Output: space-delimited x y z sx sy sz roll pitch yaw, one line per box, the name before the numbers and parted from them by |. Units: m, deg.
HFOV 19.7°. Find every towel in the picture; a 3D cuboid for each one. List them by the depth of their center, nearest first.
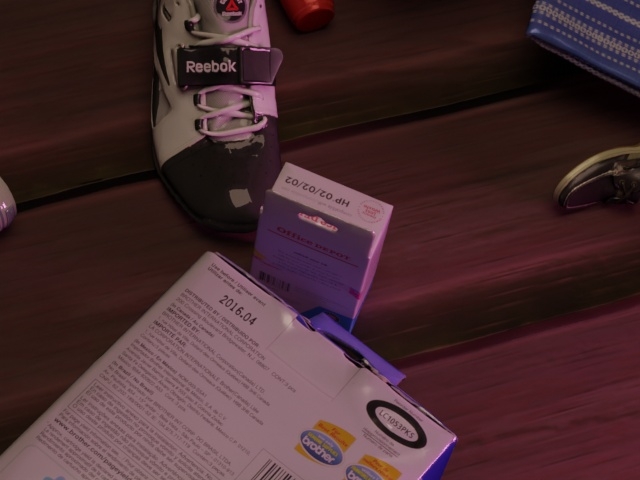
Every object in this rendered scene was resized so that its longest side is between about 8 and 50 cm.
towel | 0.358 -0.286 1.837 0.243 0.040 0.336 25 64 -7

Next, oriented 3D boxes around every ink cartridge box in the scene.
ink cartridge box | -0.077 0.199 1.501 0.270 0.151 0.395 37 63 13
ink cartridge box | 0.000 0.000 1.611 0.104 0.181 0.061 22 59 5

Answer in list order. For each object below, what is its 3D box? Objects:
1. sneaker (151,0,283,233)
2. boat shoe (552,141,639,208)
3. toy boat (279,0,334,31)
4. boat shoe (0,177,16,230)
sneaker | -0.101 -0.168 1.723 0.122 0.146 0.330 -6 62 -13
boat shoe | 0.294 -0.060 1.761 0.152 0.056 0.049 -21 59 -19
toy boat | 0.079 -0.336 1.813 0.318 0.267 0.148 -26 68 14
boat shoe | -0.378 -0.077 1.666 0.227 0.079 0.081 41 58 12
